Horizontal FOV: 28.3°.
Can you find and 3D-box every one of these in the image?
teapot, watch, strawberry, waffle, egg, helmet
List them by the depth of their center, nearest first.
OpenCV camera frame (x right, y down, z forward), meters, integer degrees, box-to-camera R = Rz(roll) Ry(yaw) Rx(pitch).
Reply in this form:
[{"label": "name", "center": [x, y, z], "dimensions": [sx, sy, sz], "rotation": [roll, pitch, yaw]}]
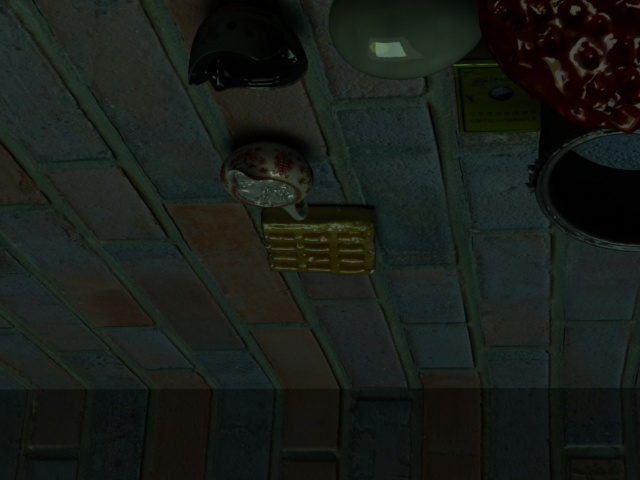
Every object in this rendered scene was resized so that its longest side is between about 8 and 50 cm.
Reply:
[{"label": "strawberry", "center": [0.285, -0.313, 1.419], "dimensions": [0.295, 0.317, 0.345], "rotation": [-16, 139, 32]}, {"label": "egg", "center": [0.115, -0.288, 1.681], "dimensions": [0.209, 0.151, 0.151], "rotation": [0, 158, -10]}, {"label": "helmet", "center": [-0.106, -0.278, 1.797], "dimensions": [0.153, 0.107, 0.177], "rotation": [-16, 170, 32]}, {"label": "watch", "center": [0.458, -0.149, 1.807], "dimensions": [0.327, 0.314, 0.335], "rotation": [-17, 136, 31]}, {"label": "teapot", "center": [-0.085, -0.106, 2.197], "dimensions": [0.159, 0.116, 0.245], "rotation": [-25, 144, 26]}, {"label": "waffle", "center": [0.000, 0.000, 2.511], "dimensions": [0.221, 0.055, 0.248], "rotation": [2, 157, 3]}]

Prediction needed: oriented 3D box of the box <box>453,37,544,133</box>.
[{"label": "box", "center": [0.272, -0.235, 1.904], "dimensions": [0.141, 0.064, 0.220], "rotation": [0, 156, 8]}]
